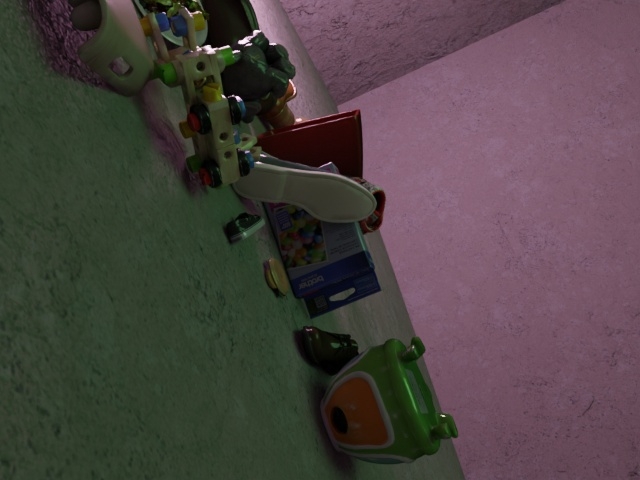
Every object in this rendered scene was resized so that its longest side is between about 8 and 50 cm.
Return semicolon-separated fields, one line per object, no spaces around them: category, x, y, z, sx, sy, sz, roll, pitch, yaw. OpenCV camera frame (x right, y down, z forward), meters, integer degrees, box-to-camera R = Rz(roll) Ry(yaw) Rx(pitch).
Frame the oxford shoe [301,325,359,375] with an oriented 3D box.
oxford shoe;0.026;0.222;1.354;0.227;0.096;0.083;44;27;-60

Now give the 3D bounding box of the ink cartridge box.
ink cartridge box;0.000;0.000;1.429;0.065;0.185;0.311;29;39;-74

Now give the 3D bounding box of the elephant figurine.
elephant figurine;-0.178;-0.329;1.396;0.186;0.239;0.170;32;45;-26

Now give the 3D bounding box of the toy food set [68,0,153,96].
toy food set;-0.335;-0.363;0.861;0.220;0.092;0.306;109;-41;-89

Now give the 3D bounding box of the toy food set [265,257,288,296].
toy food set;-0.088;0.076;1.291;0.083;0.020;0.083;-101;165;-47

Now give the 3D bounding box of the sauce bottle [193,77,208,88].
sauce bottle;-0.246;-0.331;1.288;0.128;0.042;0.042;60;13;-26

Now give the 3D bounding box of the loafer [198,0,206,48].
loafer;-0.281;-0.487;1.337;0.080;0.078;0.220;-24;91;-79

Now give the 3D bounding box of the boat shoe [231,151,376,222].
boat shoe;-0.032;-0.124;1.341;0.099;0.319;0.116;-100;-152;-50

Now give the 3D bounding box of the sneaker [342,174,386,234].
sneaker;0.053;-0.024;1.498;0.145;0.270;0.090;23;-8;46

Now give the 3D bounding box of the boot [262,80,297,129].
boot;-0.166;-0.466;1.846;0.220;0.108;0.284;51;26;-43

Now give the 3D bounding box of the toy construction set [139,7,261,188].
toy construction set;-0.196;-0.214;1.078;0.215;0.151;0.328;44;-16;42

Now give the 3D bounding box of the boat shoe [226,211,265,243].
boat shoe;-0.140;-0.032;1.189;0.040;0.049;0.142;65;13;-9

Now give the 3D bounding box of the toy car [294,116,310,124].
toy car;-0.066;-0.339;2.061;0.188;0.149;0.155;35;15;-11

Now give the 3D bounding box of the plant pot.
plant pot;-0.003;-0.197;1.684;0.267;0.267;0.236;-71;148;-74

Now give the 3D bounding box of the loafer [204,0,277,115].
loafer;-0.205;-0.481;1.545;0.130;0.133;0.366;-76;142;-72

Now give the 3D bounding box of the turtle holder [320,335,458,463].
turtle holder;0.131;0.325;1.303;0.244;0.227;0.320;64;10;-9

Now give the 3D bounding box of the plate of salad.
plate of salad;-0.288;-0.470;1.232;0.199;0.048;0.200;33;46;-42
